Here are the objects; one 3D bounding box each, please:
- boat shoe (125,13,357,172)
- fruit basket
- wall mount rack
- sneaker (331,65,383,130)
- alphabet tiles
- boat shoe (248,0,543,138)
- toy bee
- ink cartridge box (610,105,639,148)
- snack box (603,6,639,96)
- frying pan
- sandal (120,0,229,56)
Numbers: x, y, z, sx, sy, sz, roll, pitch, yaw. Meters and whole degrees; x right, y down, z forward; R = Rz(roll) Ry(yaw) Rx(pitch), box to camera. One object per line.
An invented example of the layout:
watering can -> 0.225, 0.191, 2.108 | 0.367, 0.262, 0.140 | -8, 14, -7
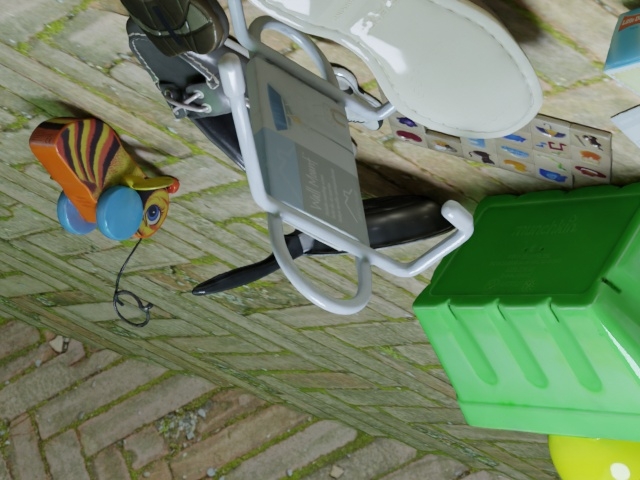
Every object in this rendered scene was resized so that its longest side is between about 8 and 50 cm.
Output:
boat shoe -> -0.084, -0.127, 1.743 | 0.112, 0.095, 0.335 | 5, 158, 45
fruit basket -> 0.321, 0.136, 1.755 | 0.392, 0.283, 0.392 | 29, 157, 14
wall mount rack -> -0.013, -0.122, 1.412 | 0.304, 0.350, 0.130 | 28, 127, -35
sneaker -> 0.028, -0.134, 1.675 | 0.040, 0.043, 0.109 | 7, 161, 35
alphabet tiles -> 0.172, -0.111, 1.636 | 0.237, 0.009, 0.198 | 16, 164, 15
boat shoe -> 0.057, -0.190, 1.351 | 0.324, 0.096, 0.116 | 27, 124, -34
toy bee -> -0.268, -0.061, 2.171 | 0.195, 0.162, 0.298 | 23, 142, 22
ink cartridge box -> 0.364, -0.077, 1.477 | 0.179, 0.045, 0.145 | 42, 161, -9
snack box -> 0.400, -0.096, 1.289 | 0.322, 0.060, 0.187 | 28, 161, -25
frying pan -> -0.005, -0.004, 1.873 | 0.326, 0.053, 0.197 | -10, -171, -13
sandal -> -0.132, -0.221, 1.544 | 0.090, 0.060, 0.219 | 56, 162, -21
